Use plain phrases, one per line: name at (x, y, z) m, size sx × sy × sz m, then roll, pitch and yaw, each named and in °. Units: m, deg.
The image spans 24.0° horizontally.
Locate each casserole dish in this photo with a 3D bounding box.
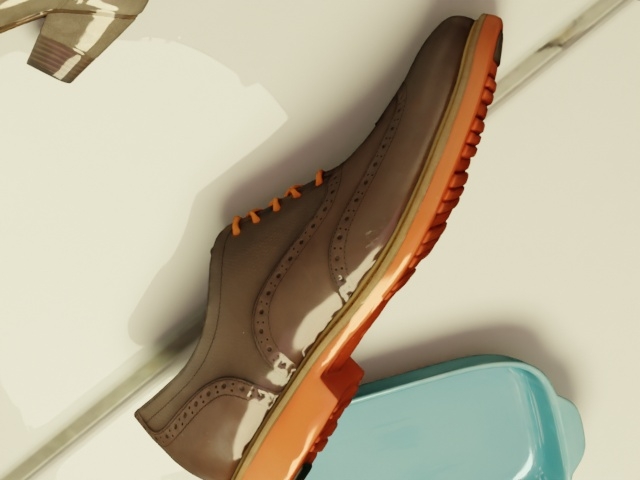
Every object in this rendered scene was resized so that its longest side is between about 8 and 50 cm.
casserole dish at (0.049, 0.121, 0.822) m, size 0.188 × 0.037 × 0.114 m, roll -15°, pitch 115°, yaw -1°

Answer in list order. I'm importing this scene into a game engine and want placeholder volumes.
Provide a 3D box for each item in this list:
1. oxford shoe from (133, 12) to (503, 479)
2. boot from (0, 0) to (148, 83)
oxford shoe at (0.000, 0.000, 0.734) m, size 0.098 × 0.097 × 0.271 m, roll 30°, pitch 94°, yaw 9°
boot at (-0.136, -0.130, 0.689) m, size 0.118 × 0.042 × 0.087 m, roll 25°, pitch 101°, yaw -18°
